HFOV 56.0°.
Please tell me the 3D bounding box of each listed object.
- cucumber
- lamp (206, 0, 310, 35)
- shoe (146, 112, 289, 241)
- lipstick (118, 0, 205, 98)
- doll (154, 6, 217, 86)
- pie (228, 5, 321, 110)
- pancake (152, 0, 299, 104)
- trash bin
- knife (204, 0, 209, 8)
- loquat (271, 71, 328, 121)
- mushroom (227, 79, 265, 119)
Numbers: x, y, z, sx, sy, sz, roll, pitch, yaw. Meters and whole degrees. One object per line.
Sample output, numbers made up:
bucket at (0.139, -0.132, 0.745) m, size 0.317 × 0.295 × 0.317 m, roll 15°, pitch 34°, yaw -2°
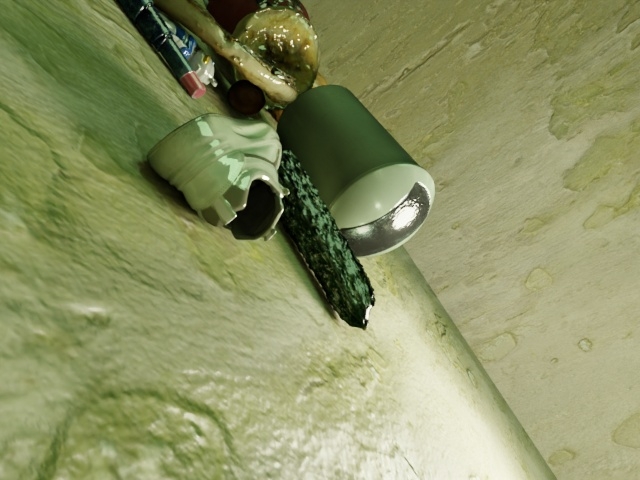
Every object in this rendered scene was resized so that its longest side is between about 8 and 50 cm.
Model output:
cucumber at (0.000, 0.000, 1.090) m, size 0.359 × 0.096 × 0.096 m, roll 57°, pitch 11°, yaw 14°
lamp at (-0.175, -0.614, 1.707) m, size 0.303 × 0.257 × 0.303 m, roll 15°, pitch 39°, yaw -13°
shoe at (-0.100, -0.071, 0.813) m, size 0.159 × 0.124 × 0.316 m, roll 56°, pitch 16°, yaw 6°
lipstick at (-0.283, -0.355, 1.065) m, size 0.234 × 0.053 × 0.053 m, roll 57°, pitch 10°, yaw -17°
doll at (-0.276, -0.388, 1.153) m, size 0.227 × 0.057 × 0.114 m, roll 49°, pitch 8°, yaw -21°
pie at (-0.115, -0.474, 1.579) m, size 0.274 × 0.274 × 0.055 m, roll 49°, pitch -9°, yaw -32°
pancake at (-0.198, -0.425, 1.322) m, size 0.382 × 0.071 × 0.382 m, roll 37°, pitch 11°, yaw -8°
trash bin at (0.078, -0.163, 1.461) m, size 0.280 × 0.280 × 0.432 m, roll 43°, pitch 13°, yaw -50°
knife at (-0.382, -0.813, 2.079) m, size 0.060 × 0.028 × 0.230 m, roll 33°, pitch 24°, yaw -33°
loquat at (-0.067, -0.437, 1.855) m, size 0.238 × 0.193 × 0.238 m, roll 49°, pitch -5°, yaw 6°
mushroom at (-0.164, -0.329, 1.418) m, size 0.088 × 0.073 × 0.129 m, roll 64°, pitch 12°, yaw 21°
